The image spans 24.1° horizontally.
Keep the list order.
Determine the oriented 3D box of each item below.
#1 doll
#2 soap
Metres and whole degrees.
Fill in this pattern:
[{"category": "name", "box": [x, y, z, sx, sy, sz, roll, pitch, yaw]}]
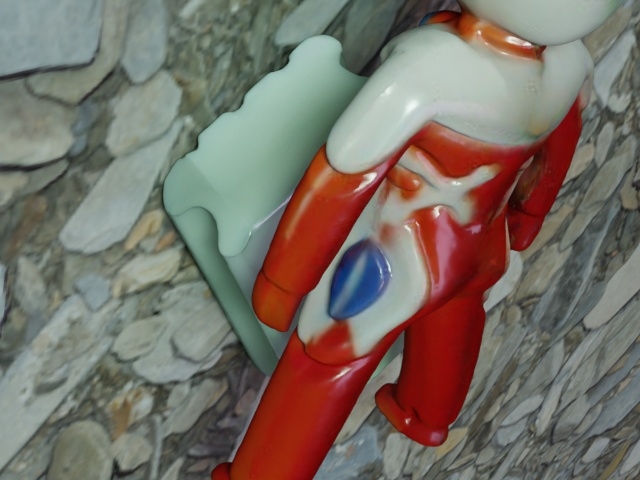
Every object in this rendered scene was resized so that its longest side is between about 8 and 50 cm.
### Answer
[{"category": "doll", "box": [0.056, -0.028, 0.687, 0.188, 0.099, 0.384, -19, 141, -44]}, {"category": "soap", "box": [0.000, 0.000, 0.788, 0.119, 0.066, 0.198, -44, 149, -14]}]
